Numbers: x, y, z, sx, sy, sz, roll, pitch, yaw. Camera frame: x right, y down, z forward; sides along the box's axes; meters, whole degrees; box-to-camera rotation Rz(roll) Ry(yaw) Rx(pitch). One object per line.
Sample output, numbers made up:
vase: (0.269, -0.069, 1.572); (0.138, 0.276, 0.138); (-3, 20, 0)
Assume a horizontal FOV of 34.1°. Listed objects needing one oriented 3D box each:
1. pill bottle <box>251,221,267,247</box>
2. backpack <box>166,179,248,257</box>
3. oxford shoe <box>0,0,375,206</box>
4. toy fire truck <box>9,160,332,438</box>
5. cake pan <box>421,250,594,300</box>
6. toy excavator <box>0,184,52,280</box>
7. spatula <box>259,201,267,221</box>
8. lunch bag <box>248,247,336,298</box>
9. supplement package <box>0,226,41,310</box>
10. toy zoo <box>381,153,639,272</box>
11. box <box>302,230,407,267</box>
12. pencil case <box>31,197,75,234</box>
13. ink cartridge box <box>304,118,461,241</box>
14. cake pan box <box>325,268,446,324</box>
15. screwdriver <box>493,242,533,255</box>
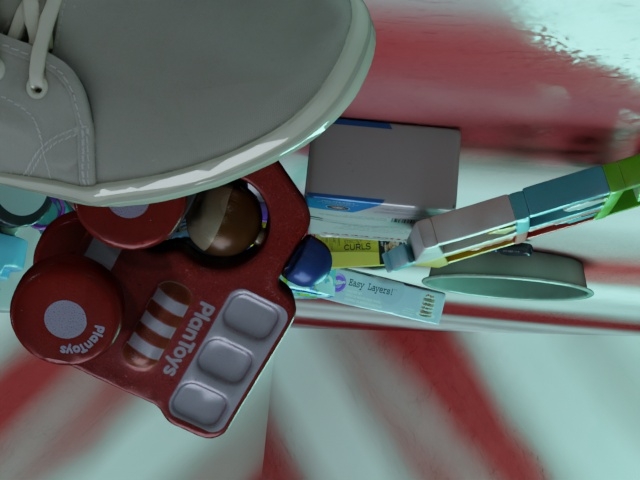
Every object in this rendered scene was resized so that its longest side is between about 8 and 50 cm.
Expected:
pill bottle: (-0.065, -0.016, 1.514); (0.116, 0.065, 0.065); (10, 170, -30)
backpack: (-0.168, -0.044, 1.148); (0.173, 0.158, 0.117); (-5, -179, -9)
oxford shoe: (-0.187, -0.120, 0.672); (0.450, 0.169, 0.130); (3, 151, 22)
toy fire truck: (-0.132, 0.020, 0.999); (0.254, 0.302, 0.169); (28, -166, -15)
cake pan: (0.322, 0.060, 1.800); (0.293, 0.054, 0.293); (6, 171, 1)
toy excavator: (-0.535, 0.074, 1.147); (0.222, 0.445, 0.433); (-2, 169, 37)
spatula: (-0.038, -0.033, 1.337); (0.084, 0.030, 0.296); (7, -179, -8)
lunch bag: (-0.088, 0.054, 1.760); (0.176, 0.090, 0.219); (15, 167, -41)
supplement package: (-0.630, 0.032, 1.816); (0.178, 0.175, 0.293); (11, 170, -40)
toy zoo: (0.204, -0.023, 1.054); (0.293, 0.030, 0.192); (-17, 171, 8)
box: (0.064, -0.006, 1.417); (0.058, 0.087, 0.232); (0, 178, -37)
pencil case: (-0.416, -0.035, 1.613); (0.070, 0.064, 0.151); (-19, 173, -7)
ink cartridge box: (0.061, -0.057, 1.098); (0.148, 0.085, 0.203); (5, 171, 1)
cake pan box: (0.060, 0.086, 1.949); (0.267, 0.070, 0.246); (14, 176, -27)
screwdriver: (0.256, 0.012, 1.645); (0.170, 0.024, 0.025); (0, 141, 40)
